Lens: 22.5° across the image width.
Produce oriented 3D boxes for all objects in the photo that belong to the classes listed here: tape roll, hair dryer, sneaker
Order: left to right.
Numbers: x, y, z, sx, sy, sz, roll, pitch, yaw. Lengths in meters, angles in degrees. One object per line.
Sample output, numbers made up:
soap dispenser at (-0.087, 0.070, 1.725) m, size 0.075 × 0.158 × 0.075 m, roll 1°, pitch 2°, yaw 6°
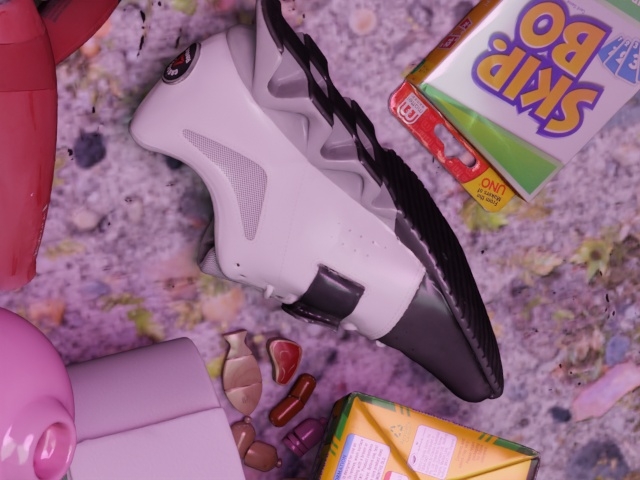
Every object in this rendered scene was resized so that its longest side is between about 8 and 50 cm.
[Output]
hair dryer at (-0.152, -0.113, 0.930) m, size 0.080 × 0.223 × 0.294 m, roll 15°, pitch 86°, yaw 24°
tape roll at (-0.097, 0.207, 1.019) m, size 0.100 × 0.286 × 0.286 m, roll -13°, pitch 108°, yaw -10°
sneaker at (0.000, 0.000, 1.090) m, size 0.146 × 0.122 × 0.330 m, roll -32°, pitch 113°, yaw 15°

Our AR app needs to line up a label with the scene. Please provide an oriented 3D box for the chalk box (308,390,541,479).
chalk box at (0.052, 0.186, 1.096) m, size 0.132 × 0.213 × 0.132 m, roll 18°, pitch 81°, yaw -1°

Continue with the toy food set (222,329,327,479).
toy food set at (-0.033, 0.122, 1.155) m, size 0.077 × 0.019 × 0.122 m, roll -3°, pitch 98°, yaw -14°

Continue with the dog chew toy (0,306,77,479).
dog chew toy at (-0.282, 0.079, 0.917) m, size 0.206 × 0.331 × 0.207 m, roll -34°, pitch 130°, yaw -52°

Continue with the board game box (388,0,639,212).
board game box at (0.177, -0.145, 1.128) m, size 0.259 × 0.039 × 0.124 m, roll -45°, pitch 110°, yaw 4°
